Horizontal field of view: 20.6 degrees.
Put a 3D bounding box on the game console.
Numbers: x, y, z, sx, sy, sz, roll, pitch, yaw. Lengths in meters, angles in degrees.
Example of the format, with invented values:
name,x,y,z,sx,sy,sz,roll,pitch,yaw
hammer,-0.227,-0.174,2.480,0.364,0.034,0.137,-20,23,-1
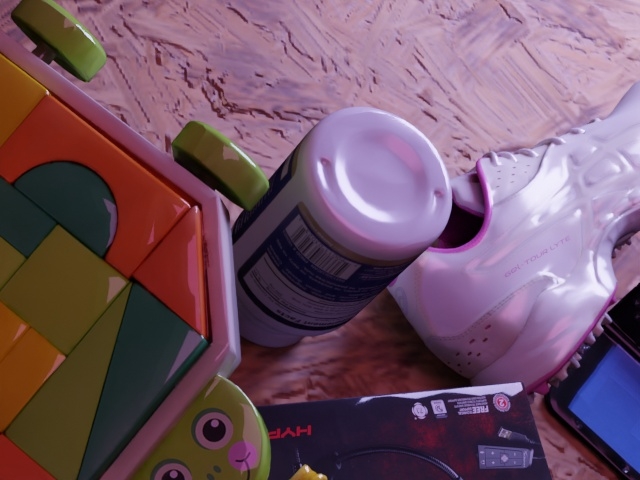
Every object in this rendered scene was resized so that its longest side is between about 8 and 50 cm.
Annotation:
name,x,y,z,sx,sy,sz,roll,pitch,yaw
game console,0.246,0.101,1.164,0.144,0.124,0.085,43,27,-1

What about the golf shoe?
name,x,y,z,sx,sy,sz,roll,pitch,yaw
golf shoe,0.154,-0.029,1.172,0.140,0.115,0.306,37,53,0

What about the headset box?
name,x,y,z,sx,sy,sz,roll,pitch,yaw
headset box,0.039,0.238,0.966,0.218,0.110,0.293,-2,65,-27

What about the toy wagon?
name,x,y,z,sx,sy,sz,roll,pitch,yaw
toy wagon,-0.144,0.040,0.906,0.344,0.068,0.267,38,83,14

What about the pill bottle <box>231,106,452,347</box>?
name,x,y,z,sx,sy,sz,roll,pitch,yaw
pill bottle,0.000,0.000,1.039,0.094,0.169,0.094,12,60,-21
